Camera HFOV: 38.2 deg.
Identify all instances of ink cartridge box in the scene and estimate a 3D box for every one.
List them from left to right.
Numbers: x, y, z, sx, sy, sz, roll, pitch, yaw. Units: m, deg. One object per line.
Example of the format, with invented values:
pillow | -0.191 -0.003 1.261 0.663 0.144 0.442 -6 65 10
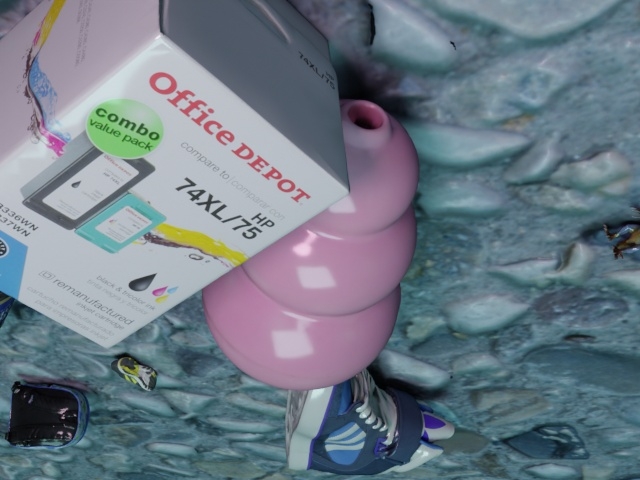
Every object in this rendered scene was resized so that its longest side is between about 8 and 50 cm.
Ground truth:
ink cartridge box | -0.145 -0.087 0.735 0.270 0.197 0.198 -32 131 25

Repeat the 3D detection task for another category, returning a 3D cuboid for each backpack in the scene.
backpack | -0.427 0.280 1.471 0.115 0.104 0.084 2 168 8

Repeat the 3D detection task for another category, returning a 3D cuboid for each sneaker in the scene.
sneaker | -0.279 0.198 1.385 0.035 0.031 0.083 -2 143 38
sneaker | 0.078 0.228 1.287 0.237 0.130 0.322 1 142 -8

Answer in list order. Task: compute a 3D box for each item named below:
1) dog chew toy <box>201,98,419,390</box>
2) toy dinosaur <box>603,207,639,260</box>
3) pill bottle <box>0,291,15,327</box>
dog chew toy | 0.000 0.000 0.894 0.207 0.206 0.331 13 137 -7
toy dinosaur | 0.337 -0.014 0.955 0.082 0.047 0.090 -20 171 22
pill bottle | -0.436 0.061 1.124 0.123 0.122 0.219 20 145 -18
